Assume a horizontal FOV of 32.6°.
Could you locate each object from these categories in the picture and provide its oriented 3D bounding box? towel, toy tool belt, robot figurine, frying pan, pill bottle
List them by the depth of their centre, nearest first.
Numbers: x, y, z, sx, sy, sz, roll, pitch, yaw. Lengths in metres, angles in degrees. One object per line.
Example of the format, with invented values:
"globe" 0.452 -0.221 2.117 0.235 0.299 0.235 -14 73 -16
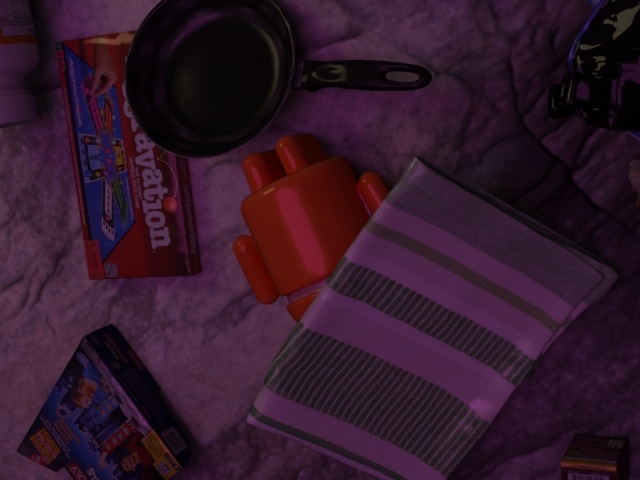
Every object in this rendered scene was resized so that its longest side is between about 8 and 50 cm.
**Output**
"toy tool belt" 0.328 -0.052 1.012 0.083 0.052 0.051 -5 129 28
"towel" 0.103 0.102 1.078 0.248 0.038 0.325 26 114 -20
"robot figurine" -0.001 0.001 1.126 0.158 0.128 0.219 -25 89 -15
"frying pan" -0.055 -0.198 1.143 0.326 0.053 0.197 -16 76 15
"pill bottle" -0.399 -0.250 1.252 0.136 0.136 0.246 -8 96 26

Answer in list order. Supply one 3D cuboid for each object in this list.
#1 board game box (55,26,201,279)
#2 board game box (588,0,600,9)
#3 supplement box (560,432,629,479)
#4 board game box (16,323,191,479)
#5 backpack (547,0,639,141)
"board game box" -0.222 -0.096 1.263 0.145 0.027 0.281 -3 99 24
"board game box" 0.357 -0.298 0.923 0.308 0.086 0.302 -34 85 26
"supplement box" 0.268 0.223 1.068 0.055 0.083 0.043 0 101 25
"board game box" -0.270 0.237 1.332 0.194 0.060 0.194 -41 82 27
"backpack" 0.352 -0.133 0.788 0.263 0.213 0.276 48 122 27
